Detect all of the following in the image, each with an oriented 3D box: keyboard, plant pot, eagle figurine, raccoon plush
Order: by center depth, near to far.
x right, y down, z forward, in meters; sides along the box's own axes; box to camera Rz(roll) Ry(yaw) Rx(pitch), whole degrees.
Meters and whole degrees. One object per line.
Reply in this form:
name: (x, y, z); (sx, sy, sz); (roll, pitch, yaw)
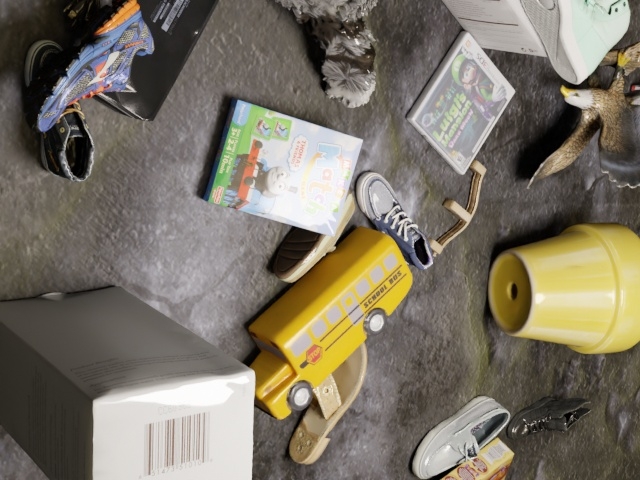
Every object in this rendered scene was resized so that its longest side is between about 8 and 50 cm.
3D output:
keyboard: (-0.236, -0.335, 1.391); (0.201, 0.033, 0.317); (33, 81, -45)
raccoon plush: (0.033, -0.459, 1.517); (0.446, 0.216, 0.299); (87, 27, -59)
eagle figurine: (0.516, -0.219, 1.892); (0.225, 0.226, 0.299); (10, 79, -3)
plant pot: (0.460, 0.093, 1.931); (0.238, 0.254, 0.254); (-1, 104, -21)

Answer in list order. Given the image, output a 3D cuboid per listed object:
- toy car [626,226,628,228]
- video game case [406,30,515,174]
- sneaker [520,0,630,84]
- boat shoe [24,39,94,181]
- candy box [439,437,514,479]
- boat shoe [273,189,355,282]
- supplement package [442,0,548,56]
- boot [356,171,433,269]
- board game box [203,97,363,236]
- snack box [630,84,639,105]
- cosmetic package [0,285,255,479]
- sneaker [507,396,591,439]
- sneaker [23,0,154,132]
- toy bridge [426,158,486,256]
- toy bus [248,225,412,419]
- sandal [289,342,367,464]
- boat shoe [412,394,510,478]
toy car: (0.600, 0.022, 2.124); (0.040, 0.060, 0.122); (27, 78, -8)
video game case: (0.252, -0.241, 1.798); (0.173, 0.022, 0.190); (40, 78, -38)
sneaker: (0.407, -0.384, 1.599); (0.151, 0.094, 0.256); (-45, 137, -8)
boat shoe: (-0.334, -0.168, 1.328); (0.065, 0.083, 0.184); (-18, 113, -33)
candy box: (0.290, 0.477, 1.993); (0.186, 0.053, 0.109); (-30, 146, -29)
boat shoe: (0.000, 0.000, 1.651); (0.190, 0.068, 0.072); (-51, 139, -14)
supplement package: (0.288, -0.467, 1.660); (0.293, 0.175, 0.178); (42, 79, -38)
boot: (0.132, -0.034, 1.724); (0.069, 0.086, 0.190); (-44, 125, -19)
board game box: (-0.055, -0.109, 1.552); (0.211, 0.039, 0.160); (15, 94, -22)
snack box: (0.722, -0.227, 2.133); (0.174, 0.070, 0.207); (-11, 108, -35)
cosmetic package: (-0.272, 0.187, 1.289); (0.217, 0.385, 0.156); (-5, 105, -34)
sneaker: (0.474, 0.371, 2.104); (0.170, 0.089, 0.051); (-28, 119, -29)
sneaker: (-0.286, -0.213, 1.290); (0.221, 0.083, 0.087); (-52, 122, -22)
toy bridge: (0.250, -0.053, 1.849); (0.063, 0.026, 0.188); (35, 81, -40)
toy bus: (0.001, 0.133, 1.658); (0.332, 0.108, 0.130); (-42, 124, -21)
sandal: (-0.003, 0.263, 1.708); (0.079, 0.088, 0.240); (22, 94, -45)
boat shoe: (0.275, 0.385, 1.960); (0.227, 0.081, 0.079); (-36, 122, -25)
